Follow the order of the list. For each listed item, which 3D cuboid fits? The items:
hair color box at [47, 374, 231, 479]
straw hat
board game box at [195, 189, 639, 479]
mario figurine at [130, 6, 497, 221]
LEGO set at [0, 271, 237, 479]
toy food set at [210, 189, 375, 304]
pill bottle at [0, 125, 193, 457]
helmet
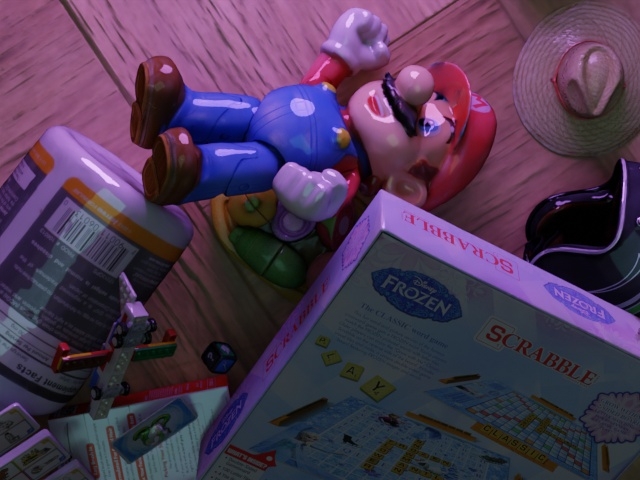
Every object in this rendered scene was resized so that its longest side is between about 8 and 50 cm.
[{"bbox_3d":[-0.158,0.187,1.549,0.167,0.053,0.093,-10,98,-3],"label":"hair color box"},{"bbox_3d":[0.246,-0.146,1.529,0.144,0.061,0.144,0,96,-3],"label":"straw hat"},{"bbox_3d":[0.105,0.150,1.458,0.318,0.066,0.318,26,121,-17],"label":"board game box"},{"bbox_3d":[0.008,-0.112,1.441,0.320,0.170,0.198,-2,87,-23],"label":"mario figurine"},{"bbox_3d":[-0.195,0.137,1.455,0.244,0.182,0.060,-34,56,-3],"label":"LEGO set"},{"bbox_3d":[0.000,0.000,1.527,0.218,0.071,0.128,37,93,-6],"label":"toy food set"},{"bbox_3d":[-0.252,0.051,1.476,0.162,0.162,0.278,38,94,-6],"label":"pill bottle"},{"bbox_3d":[0.267,0.017,1.497,0.161,0.169,0.169,-22,97,17],"label":"helmet"}]
